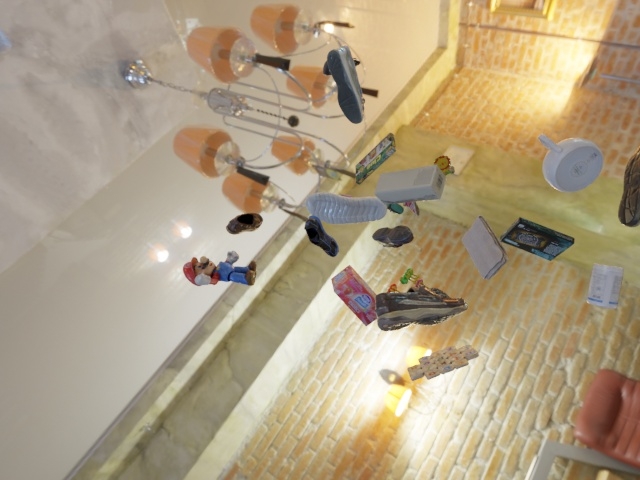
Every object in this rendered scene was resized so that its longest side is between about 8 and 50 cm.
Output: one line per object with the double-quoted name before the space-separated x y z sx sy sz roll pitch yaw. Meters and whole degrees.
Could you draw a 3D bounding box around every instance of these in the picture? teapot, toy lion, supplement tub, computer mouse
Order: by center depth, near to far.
"supplement tub" 0.750 0.119 1.102 0.071 0.070 0.107 1 -81 -60
"toy lion" 0.502 -0.301 1.733 0.100 0.096 0.034 -39 -25 9
"teapot" 1.087 -0.349 1.851 0.187 0.252 0.256 -100 3 -59
"computer mouse" 0.081 -0.860 2.034 0.272 0.188 0.072 -62 -36 -57

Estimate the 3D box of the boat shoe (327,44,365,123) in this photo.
"boat shoe" 0.128 -0.665 1.799 0.103 0.118 0.321 -36 -66 -30

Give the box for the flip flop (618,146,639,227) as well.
"flip flop" 0.913 -0.166 1.165 0.112 0.079 0.278 50 -124 -79

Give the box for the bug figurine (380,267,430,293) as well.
"bug figurine" 0.418 0.254 2.029 0.279 0.072 0.216 40 -98 -37

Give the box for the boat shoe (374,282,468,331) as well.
"boat shoe" 0.331 0.203 1.357 0.354 0.131 0.132 0 -27 -30

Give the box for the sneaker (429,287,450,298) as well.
"sneaker" 0.391 0.248 1.541 0.275 0.107 0.110 -3 -45 -35

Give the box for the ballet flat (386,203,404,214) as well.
"ballet flat" 0.375 -0.203 2.322 0.203 0.074 0.074 29 -95 -29

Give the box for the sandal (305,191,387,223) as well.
"sandal" 0.130 -0.167 2.113 0.102 0.415 0.170 -62 -24 -58

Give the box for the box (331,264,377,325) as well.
"box" 0.206 0.302 2.298 0.142 0.154 0.300 -38 -70 10

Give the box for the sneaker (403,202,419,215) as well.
"sneaker" 0.504 -0.185 2.326 0.042 0.066 0.119 -24 -86 -50

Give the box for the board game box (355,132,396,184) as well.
"board game box" 0.263 -0.397 2.033 0.030 0.136 0.259 26 -47 -27

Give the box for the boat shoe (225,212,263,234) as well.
"boat shoe" -0.289 -0.076 1.679 0.073 0.073 0.207 -45 -7 28

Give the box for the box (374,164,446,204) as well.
"box" 0.367 -0.226 1.731 0.094 0.274 0.113 39 -117 -38

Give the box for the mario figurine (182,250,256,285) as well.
"mario figurine" -0.449 0.120 1.853 0.198 0.319 0.170 118 154 -82

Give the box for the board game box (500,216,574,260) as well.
"board game box" 0.715 -0.003 1.390 0.126 0.186 0.026 106 -173 -59

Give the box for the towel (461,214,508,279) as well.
"towel" 0.808 0.038 2.076 0.048 0.283 0.187 -1 -41 -21

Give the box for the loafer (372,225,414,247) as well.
"loafer" 0.378 -0.010 2.101 0.109 0.302 0.095 -48 -70 -16

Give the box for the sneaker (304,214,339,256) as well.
"sneaker" 0.000 0.000 1.881 0.232 0.081 0.091 54 -142 -23

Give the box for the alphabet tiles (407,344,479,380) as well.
"alphabet tiles" 0.490 0.493 1.689 0.283 0.021 0.278 -22 -3 4
